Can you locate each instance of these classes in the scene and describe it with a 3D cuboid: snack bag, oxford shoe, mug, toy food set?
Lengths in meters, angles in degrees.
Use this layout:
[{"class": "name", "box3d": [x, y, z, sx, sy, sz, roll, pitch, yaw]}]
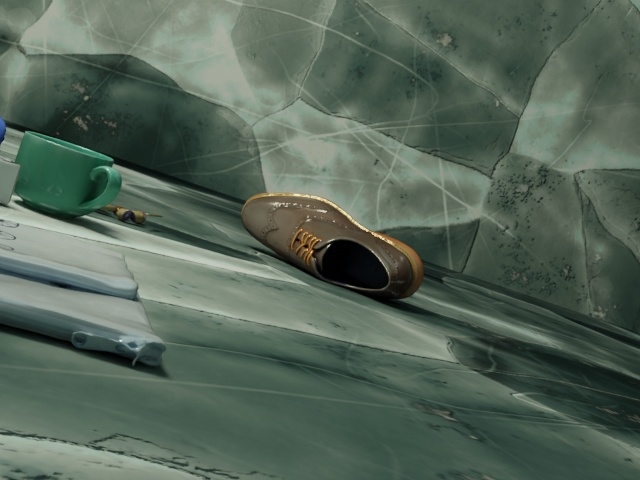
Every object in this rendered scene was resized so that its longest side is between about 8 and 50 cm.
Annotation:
[{"class": "snack bag", "box3d": [-0.299, 0.009, 0.860, 0.323, 0.037, 0.342, 18, 4, -16]}, {"class": "oxford shoe", "box3d": [0.000, 0.000, 1.799, 0.363, 0.130, 0.132, 20, 10, 24]}, {"class": "mug", "box3d": [-0.360, -0.084, 1.428, 0.129, 0.097, 0.157, 17, 5, -27]}, {"class": "toy food set", "box3d": [-0.322, -0.044, 1.652, 0.122, 0.019, 0.078, 12, 2, 15]}]

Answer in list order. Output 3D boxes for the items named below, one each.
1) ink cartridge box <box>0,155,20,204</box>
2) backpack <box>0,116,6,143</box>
[{"class": "ink cartridge box", "box3d": [-0.567, -0.125, 1.294, 0.332, 0.065, 0.165, 14, 7, -43]}, {"class": "backpack", "box3d": [-0.606, -0.187, 1.763, 0.120, 0.098, 0.101, 37, 23, 34]}]
